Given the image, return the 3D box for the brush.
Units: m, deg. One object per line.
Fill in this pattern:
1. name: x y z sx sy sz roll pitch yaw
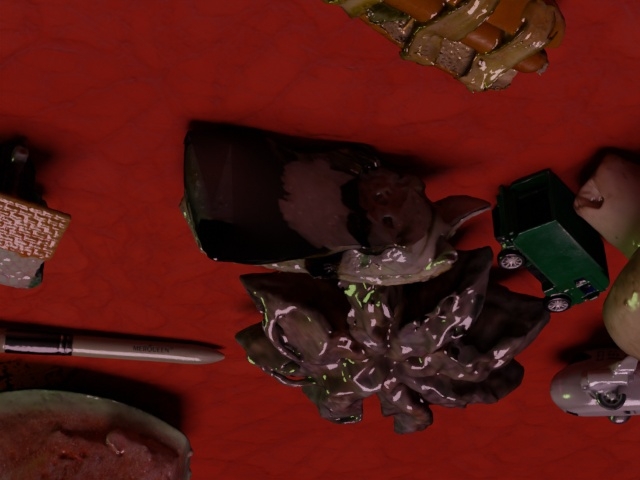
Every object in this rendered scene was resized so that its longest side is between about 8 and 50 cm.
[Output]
1. brush: -0.249 0.113 1.750 0.299 0.039 0.042 6 108 -12

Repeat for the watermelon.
1. watermelon: -0.287 0.311 1.877 0.283 0.292 0.250 2 176 -4

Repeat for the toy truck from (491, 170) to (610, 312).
1. toy truck: 0.217 0.005 1.552 0.079 0.065 0.147 -21 140 25

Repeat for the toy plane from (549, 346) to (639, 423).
1. toy plane: 0.329 0.148 1.757 0.174 0.080 0.174 -4 165 -1

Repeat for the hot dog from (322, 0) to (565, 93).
1. hot dog: 0.077 -0.189 1.254 0.269 0.072 0.109 23 138 -33

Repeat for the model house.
1. model house: -0.270 -0.028 1.475 0.088 0.100 0.100 17 141 -22

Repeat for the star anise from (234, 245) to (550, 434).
1. star anise: 0.069 0.099 1.649 0.332 0.117 0.331 6 147 4

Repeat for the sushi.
1. sushi: 0.008 -0.015 1.482 0.273 0.134 0.109 1 150 -16

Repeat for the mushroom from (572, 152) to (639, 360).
1. mushroom: 0.313 0.004 1.473 0.204 0.204 0.204 0 147 0
